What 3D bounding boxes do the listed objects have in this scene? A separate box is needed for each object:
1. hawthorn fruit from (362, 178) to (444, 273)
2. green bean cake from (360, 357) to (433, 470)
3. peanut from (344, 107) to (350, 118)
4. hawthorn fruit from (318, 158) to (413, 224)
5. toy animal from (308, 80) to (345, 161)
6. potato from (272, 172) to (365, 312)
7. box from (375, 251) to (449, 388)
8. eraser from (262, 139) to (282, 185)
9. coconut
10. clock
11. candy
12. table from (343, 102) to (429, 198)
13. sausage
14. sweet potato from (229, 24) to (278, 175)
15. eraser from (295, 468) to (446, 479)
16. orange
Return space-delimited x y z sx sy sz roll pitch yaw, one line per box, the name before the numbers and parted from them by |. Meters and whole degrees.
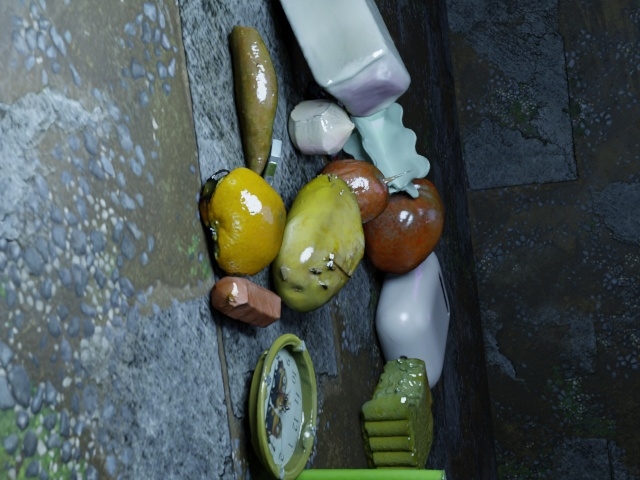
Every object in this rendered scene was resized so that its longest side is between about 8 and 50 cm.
hawthorn fruit | 0.185 -0.021 2.000 0.210 0.211 0.262 -76 172 -46
green bean cake | 0.175 0.403 1.932 0.236 0.124 0.232 -43 126 -67
peanut | 0.098 -0.304 1.974 0.103 0.098 0.229 -63 161 -1
hawthorn fruit | 0.072 -0.097 1.720 0.149 0.189 0.149 8 79 -41
toy animal | 0.023 -0.257 1.780 0.105 0.070 0.202 -19 117 -27
potato | 0.000 0.000 1.515 0.300 0.140 0.173 -71 142 -50
box | 0.237 0.190 2.154 0.349 0.141 0.288 -71 148 -52
eraser | -0.082 -0.130 1.439 0.083 0.019 0.038 112 -12 -54
coconut | 0.005 -0.216 1.619 0.110 0.125 0.110 -4 90 -72
clock | -0.068 0.266 1.366 0.237 0.057 0.237 -4 90 -70
candy | 0.027 -0.422 1.585 0.358 0.145 0.208 67 14 13
table | 0.140 -0.186 1.864 0.198 0.167 0.166 67 11 25
sausage | -0.114 0.091 1.274 0.169 0.065 0.065 36 51 -67
sweet potato | -0.100 -0.228 1.396 0.077 0.077 0.243 -15 96 -71
eraser | 0.076 0.474 1.380 0.092 0.274 0.210 61 29 -46
orange | -0.107 -0.028 1.274 0.170 0.112 0.160 43 43 -46
